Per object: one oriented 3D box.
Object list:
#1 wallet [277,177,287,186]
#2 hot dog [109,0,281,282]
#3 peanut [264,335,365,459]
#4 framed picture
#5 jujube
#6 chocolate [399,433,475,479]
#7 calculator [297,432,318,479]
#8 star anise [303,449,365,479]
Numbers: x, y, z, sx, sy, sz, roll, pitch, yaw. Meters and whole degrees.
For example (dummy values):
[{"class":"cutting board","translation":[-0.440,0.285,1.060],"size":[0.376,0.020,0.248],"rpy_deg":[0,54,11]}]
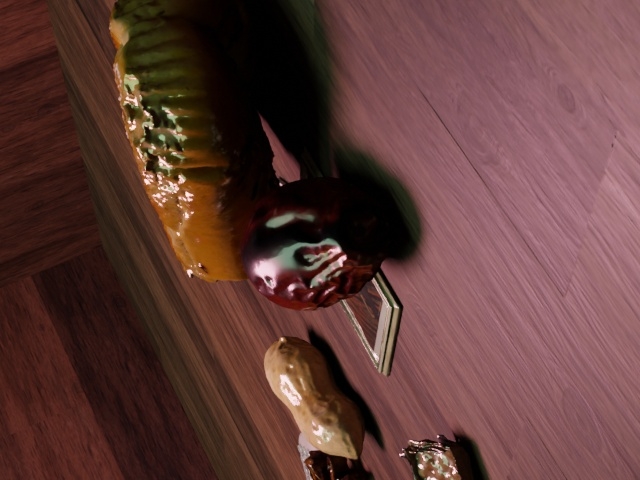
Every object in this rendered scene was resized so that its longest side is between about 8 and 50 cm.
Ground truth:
[{"class":"wallet","translation":[-0.050,-0.060,1.991],"size":[0.083,0.011,0.044],"rpy_deg":[-134,40,-63]},{"class":"hot dog","translation":[-0.158,-0.182,1.794],"size":[0.365,0.196,0.367],"rpy_deg":[70,-174,-56]},{"class":"peanut","translation":[-0.010,0.245,2.149],"size":[0.263,0.101,0.117],"rpy_deg":[55,-179,39]},{"class":"framed picture","translation":[0.031,0.032,1.852],"size":[0.273,0.016,0.216],"rpy_deg":[60,164,26]},{"class":"jujube","translation":[0.000,0.000,1.654],"size":[0.236,0.168,0.168],"rpy_deg":[-15,98,62]},{"class":"chocolate","translation":[0.195,0.391,1.729],"size":[0.102,0.065,0.329],"rpy_deg":[3,117,58]},{"class":"calculator","translation":[0.025,0.484,2.505],"size":[0.184,0.042,0.295],"rpy_deg":[-175,66,-74]},{"class":"star anise","translation":[0.023,0.407,2.307],"size":[0.234,0.073,0.177],"rpy_deg":[17,138,50]}]
